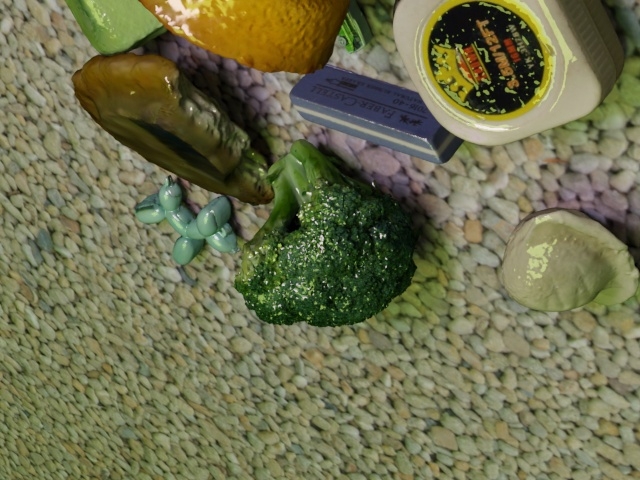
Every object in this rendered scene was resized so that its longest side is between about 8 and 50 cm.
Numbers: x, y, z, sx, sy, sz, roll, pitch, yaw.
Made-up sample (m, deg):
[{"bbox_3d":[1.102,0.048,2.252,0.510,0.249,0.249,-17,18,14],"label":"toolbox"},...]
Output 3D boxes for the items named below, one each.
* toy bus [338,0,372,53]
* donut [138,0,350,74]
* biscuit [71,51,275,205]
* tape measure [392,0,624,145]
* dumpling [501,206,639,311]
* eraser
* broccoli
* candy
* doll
[{"bbox_3d":[0.033,-0.274,1.659,0.037,0.031,0.083,-11,117,37],"label":"toy bus"},{"bbox_3d":[-0.095,-0.320,1.541,0.303,0.303,0.110,37,121,6],"label":"donut"},{"bbox_3d":[-0.186,-0.142,1.847,0.335,0.078,0.329,33,164,-22],"label":"biscuit"},{"bbox_3d":[0.185,-0.250,1.483,0.231,0.133,0.271,-16,113,38],"label":"tape measure"},{"bbox_3d":[0.308,0.028,1.644,0.166,0.126,0.216,13,132,9],"label":"dumpling"},{"bbox_3d":[0.073,-0.160,1.689,0.225,0.082,0.036,21,138,24],"label":"eraser"},{"bbox_3d":[0.000,0.000,1.793,0.294,0.265,0.245,105,148,-55],"label":"broccoli"},{"bbox_3d":[-0.315,-0.406,1.758,0.343,0.132,0.142,62,179,-21],"label":"candy"},{"bbox_3d":[-0.194,-0.027,2.049,0.159,0.059,0.158,46,141,-3],"label":"doll"}]
